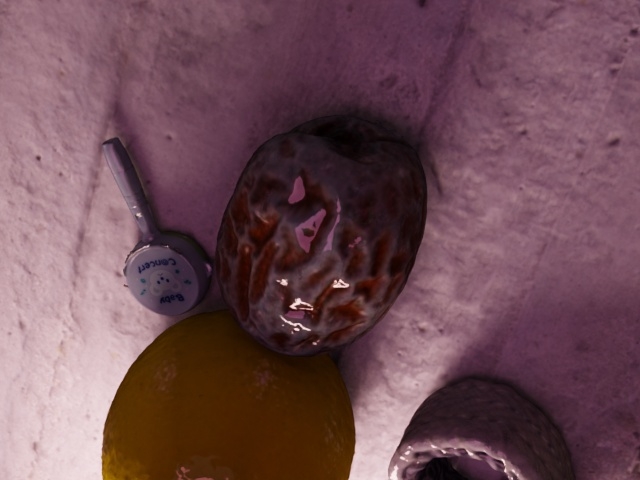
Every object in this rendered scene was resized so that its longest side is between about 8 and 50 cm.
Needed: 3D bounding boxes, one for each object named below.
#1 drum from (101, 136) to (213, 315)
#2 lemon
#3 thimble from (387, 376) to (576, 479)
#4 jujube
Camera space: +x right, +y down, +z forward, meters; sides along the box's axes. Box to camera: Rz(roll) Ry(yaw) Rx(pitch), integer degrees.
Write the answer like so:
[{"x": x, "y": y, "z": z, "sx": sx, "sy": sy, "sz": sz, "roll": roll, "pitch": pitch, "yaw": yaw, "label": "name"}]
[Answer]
[{"x": -0.212, "y": -0.016, "z": 1.903, "sx": 0.130, "sy": 0.049, "sz": 0.253, "roll": 2, "pitch": 116, "yaw": 17, "label": "drum"}, {"x": -0.124, "y": 0.289, "z": 1.859, "sx": 0.364, "sy": 0.364, "sz": 0.364, "roll": 7, "pitch": 117, "yaw": 14, "label": "lemon"}, {"x": 0.216, "y": 0.309, "z": 1.868, "sx": 0.245, "sy": 0.157, "sz": 0.217, "roll": 40, "pitch": 123, "yaw": -3, "label": "thimble"}, {"x": -0.005, "y": 0.003, "z": 1.751, "sx": 0.246, "sy": 0.215, "sz": 0.308, "roll": 18, "pitch": 121, "yaw": 9, "label": "jujube"}]
